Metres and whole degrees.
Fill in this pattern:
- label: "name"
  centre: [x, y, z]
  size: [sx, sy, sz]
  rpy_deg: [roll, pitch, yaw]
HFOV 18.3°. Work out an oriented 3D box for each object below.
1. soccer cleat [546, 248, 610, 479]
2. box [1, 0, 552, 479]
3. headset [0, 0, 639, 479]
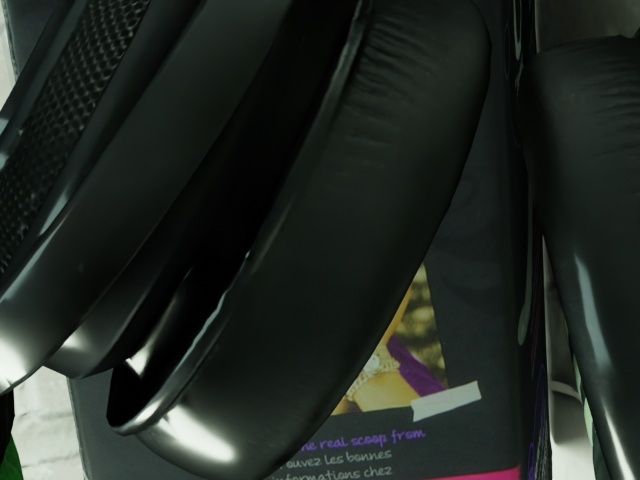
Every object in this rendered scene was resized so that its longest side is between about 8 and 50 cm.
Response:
- label: "soccer cleat"
  centre: [0.102, 0.040, 0.588]
  size: [0.072, 0.060, 0.179]
  rpy_deg: [88, 172, -71]
- label: "box"
  centre: [0.000, 0.000, 0.654]
  size: [0.165, 0.143, 0.270]
  rpy_deg: [-74, -19, -61]
- label: "headset"
  centre: [0.039, -0.017, 0.475]
  size: [0.185, 0.243, 0.394]
  rpy_deg: [-86, 6, -65]
